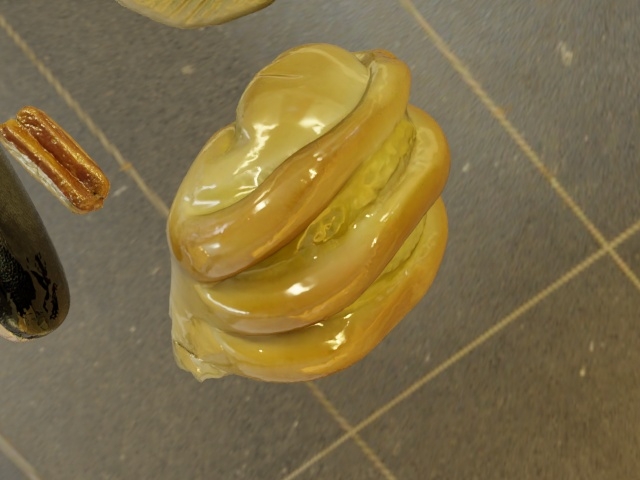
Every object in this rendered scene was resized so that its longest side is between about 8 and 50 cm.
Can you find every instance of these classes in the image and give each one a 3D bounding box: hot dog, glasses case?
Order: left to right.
[{"bbox_3d":[-0.344,-0.044,1.298,0.075,0.122,0.314,-28,94,21],"label":"glasses case"},{"bbox_3d":[-0.337,-0.101,1.706,0.165,0.045,0.071,44,67,1],"label":"hot dog"}]

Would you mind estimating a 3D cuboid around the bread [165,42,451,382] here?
[{"bbox_3d":[0.006,-0.030,1.192,0.211,0.315,0.270,24,137,14],"label":"bread"}]

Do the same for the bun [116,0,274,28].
[{"bbox_3d":[-0.085,-0.253,0.941,0.178,0.128,0.193,22,124,-35],"label":"bun"}]
